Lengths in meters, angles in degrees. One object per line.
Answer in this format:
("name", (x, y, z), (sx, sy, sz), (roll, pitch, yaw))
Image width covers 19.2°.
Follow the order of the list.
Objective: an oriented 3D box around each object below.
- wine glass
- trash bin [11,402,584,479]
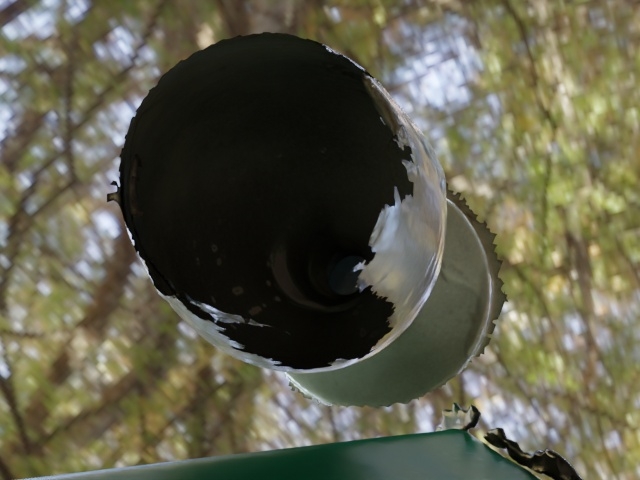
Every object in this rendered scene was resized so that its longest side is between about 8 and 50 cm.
("wine glass", (0.000, 0.000, 0.881), (0.143, 0.321, 0.143), (-2, -100, 12))
("trash bin", (-0.042, 0.213, 0.715), (0.381, 0.259, 0.295), (-10, -157, -32))
